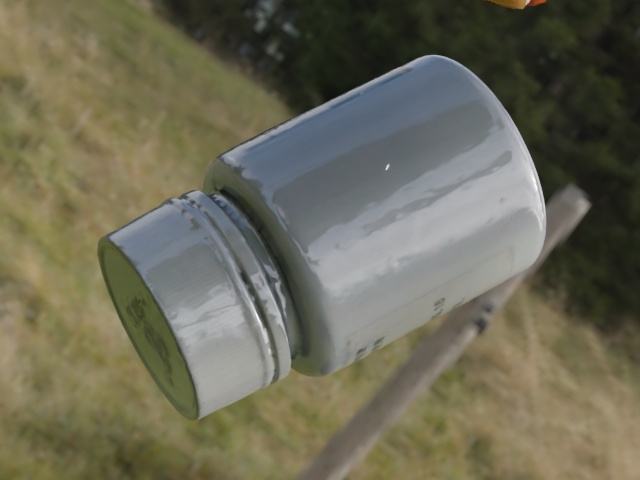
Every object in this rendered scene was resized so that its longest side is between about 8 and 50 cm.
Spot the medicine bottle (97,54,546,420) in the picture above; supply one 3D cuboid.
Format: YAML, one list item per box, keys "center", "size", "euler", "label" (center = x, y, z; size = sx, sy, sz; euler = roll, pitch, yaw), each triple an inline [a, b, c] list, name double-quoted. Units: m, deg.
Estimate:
- center: [0.000, 0.000, 0.595]
  size: [0.080, 0.130, 0.080]
  euler: [54, -20, 29]
  label: "medicine bottle"

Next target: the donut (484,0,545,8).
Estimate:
- center: [-0.002, -0.217, 0.335]
  size: [0.382, 0.142, 0.383]
  euler: [28, 52, -41]
  label: "donut"
